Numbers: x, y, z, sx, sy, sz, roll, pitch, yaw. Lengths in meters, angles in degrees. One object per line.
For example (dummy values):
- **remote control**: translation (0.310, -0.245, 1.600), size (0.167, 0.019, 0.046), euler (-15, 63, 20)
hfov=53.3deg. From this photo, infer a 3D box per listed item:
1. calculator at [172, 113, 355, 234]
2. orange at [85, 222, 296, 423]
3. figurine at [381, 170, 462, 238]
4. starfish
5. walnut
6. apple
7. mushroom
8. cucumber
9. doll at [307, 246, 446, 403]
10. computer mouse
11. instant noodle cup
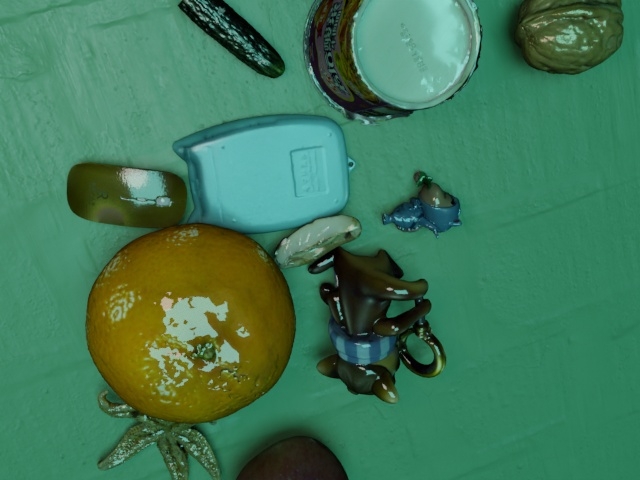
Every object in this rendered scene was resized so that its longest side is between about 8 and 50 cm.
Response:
- **calculator**: translation (-0.110, -0.140, 1.380), size (0.387, 0.054, 0.256), euler (-10, 107, -10)
- **orange**: translation (-0.257, 0.172, 1.292), size (0.424, 0.326, 0.423), euler (-4, 108, -12)
- **figurine**: translation (0.228, -0.081, 1.443), size (0.178, 0.114, 0.144), euler (-11, 106, 0)
- **starfish**: translation (-0.353, 0.449, 1.468), size (0.375, 0.094, 0.327), euler (34, 117, -19)
- **walnut**: translation (0.529, -0.451, 1.355), size (0.245, 0.198, 0.198), euler (-3, 106, -15)
- **apple**: translation (-0.074, 0.617, 1.504), size (0.306, 0.235, 0.305), euler (-2, 106, -8)
- **mushroom**: translation (-0.002, -0.001, 1.419), size (0.210, 0.094, 0.072), euler (-27, 66, 16)
- **cucumber**: translation (-0.170, -0.412, 1.281), size (0.241, 0.074, 0.074), euler (37, 95, -22)
- **doll**: translation (0.126, 0.187, 1.462), size (0.318, 0.209, 0.339), euler (6, 105, 20)
- **computer mouse**: translation (-0.400, -0.094, 1.315), size (0.245, 0.056, 0.125), euler (7, 105, -7)
- **instant noodle cup**: translation (0.153, -0.385, 1.254), size (0.340, 0.266, 0.339), euler (-4, 107, -12)
